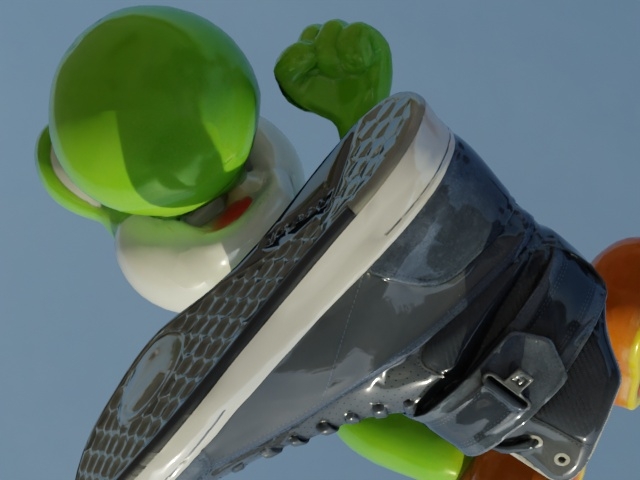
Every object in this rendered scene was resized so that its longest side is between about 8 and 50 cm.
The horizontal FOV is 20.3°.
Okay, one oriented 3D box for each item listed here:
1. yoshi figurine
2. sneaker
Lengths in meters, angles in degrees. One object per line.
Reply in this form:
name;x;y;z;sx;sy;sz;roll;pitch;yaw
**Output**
yoshi figurine;-0.010;-0.004;0.906;0.362;0.203;0.203;28;-61;22
sneaker;0.019;0.071;0.738;0.226;0.163;0.086;-45;-156;14
